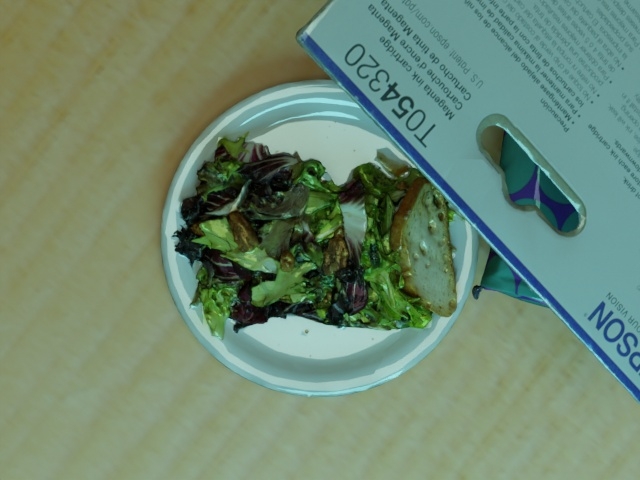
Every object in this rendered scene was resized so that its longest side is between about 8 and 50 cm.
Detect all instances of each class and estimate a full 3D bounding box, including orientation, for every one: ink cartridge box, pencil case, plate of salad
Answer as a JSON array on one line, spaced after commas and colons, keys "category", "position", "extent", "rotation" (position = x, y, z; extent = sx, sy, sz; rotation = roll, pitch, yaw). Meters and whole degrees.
[{"category": "ink cartridge box", "position": [0.189, -0.129, 1.079], "extent": [0.330, 0.071, 0.324], "rotation": [-46, 113, -5]}, {"category": "pencil case", "position": [0.137, -0.034, 1.147], "extent": [0.065, 0.070, 0.151], "rotation": [7, 94, -8]}, {"category": "plate of salad", "position": [0.000, 0.000, 1.158], "extent": [0.200, 0.048, 0.199], "rotation": [0, 95, -1]}]
